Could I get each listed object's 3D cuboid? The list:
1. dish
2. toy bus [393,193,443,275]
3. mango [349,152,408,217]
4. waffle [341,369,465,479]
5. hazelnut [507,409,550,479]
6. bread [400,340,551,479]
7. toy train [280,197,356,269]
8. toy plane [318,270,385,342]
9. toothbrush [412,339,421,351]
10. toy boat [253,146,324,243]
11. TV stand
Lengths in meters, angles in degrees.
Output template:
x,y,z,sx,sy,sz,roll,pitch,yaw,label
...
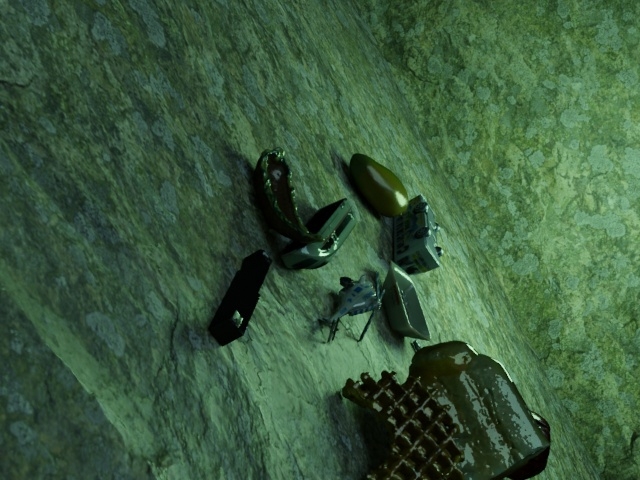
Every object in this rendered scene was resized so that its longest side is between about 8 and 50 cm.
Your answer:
x,y,z,sx,sy,sz,roll,pitch,yaw,label
0.220,0.168,2.072,0.154,0.064,0.234,34,35,-51,dish
0.304,-0.016,2.394,0.109,0.135,0.330,55,21,-24,toy bus
0.182,-0.172,2.331,0.251,0.114,0.156,46,33,-38,mango
0.177,0.407,1.549,0.259,0.069,0.293,8,53,-25,waffle
0.566,0.595,2.211,0.234,0.218,0.218,59,9,-72,hazelnut
0.314,0.408,1.752,0.341,0.300,0.210,59,-24,17,bread
0.000,0.000,1.744,0.088,0.086,0.407,64,21,-10,toy train
0.062,0.158,1.732,0.273,0.107,0.182,-43,149,-43,toy plane
0.311,0.376,2.095,0.220,0.016,0.019,63,19,3,toothbrush
-0.079,-0.080,1.634,0.108,0.099,0.293,34,25,-48,toy boat
-0.137,0.095,1.350,0.040,0.049,0.256,54,22,-17,TV stand
